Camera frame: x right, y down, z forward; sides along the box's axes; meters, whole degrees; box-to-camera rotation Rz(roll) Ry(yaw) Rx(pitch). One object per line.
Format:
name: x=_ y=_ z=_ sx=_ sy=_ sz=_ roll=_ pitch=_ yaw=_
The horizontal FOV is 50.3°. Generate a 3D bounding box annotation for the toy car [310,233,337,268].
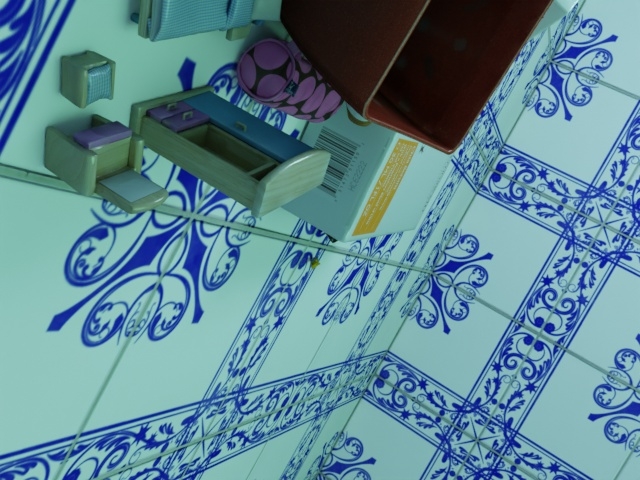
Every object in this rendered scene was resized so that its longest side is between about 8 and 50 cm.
toy car: x=0.000 y=0.000 z=1.513 sx=0.122 sy=0.060 sz=0.041 roll=-48 pitch=-151 yaw=16

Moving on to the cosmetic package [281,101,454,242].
cosmetic package: x=0.112 y=-0.142 z=1.368 sx=0.230 sy=0.161 sz=0.453 roll=-65 pitch=161 yaw=15

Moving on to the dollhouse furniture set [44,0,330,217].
dollhouse furniture set: x=-0.099 y=-0.199 z=0.706 sx=0.286 sy=0.198 sz=0.304 roll=-34 pitch=148 yaw=-51

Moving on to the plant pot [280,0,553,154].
plant pot: x=0.105 y=-0.303 z=0.881 sx=0.267 sy=0.235 sz=0.267 roll=7 pitch=120 yaw=-57

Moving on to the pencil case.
pencil case: x=-0.031 y=-0.227 z=0.984 sx=0.098 sy=0.095 sz=0.209 roll=-44 pitch=168 yaw=16

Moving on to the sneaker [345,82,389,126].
sneaker: x=0.091 y=-0.320 z=1.118 sx=0.123 sy=0.105 sz=0.290 roll=116 pitch=-7 yaw=-68

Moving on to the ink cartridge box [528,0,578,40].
ink cartridge box: x=0.297 y=-0.429 z=1.120 sx=0.119 sy=0.207 sz=0.353 roll=-49 pitch=-171 yaw=-23
